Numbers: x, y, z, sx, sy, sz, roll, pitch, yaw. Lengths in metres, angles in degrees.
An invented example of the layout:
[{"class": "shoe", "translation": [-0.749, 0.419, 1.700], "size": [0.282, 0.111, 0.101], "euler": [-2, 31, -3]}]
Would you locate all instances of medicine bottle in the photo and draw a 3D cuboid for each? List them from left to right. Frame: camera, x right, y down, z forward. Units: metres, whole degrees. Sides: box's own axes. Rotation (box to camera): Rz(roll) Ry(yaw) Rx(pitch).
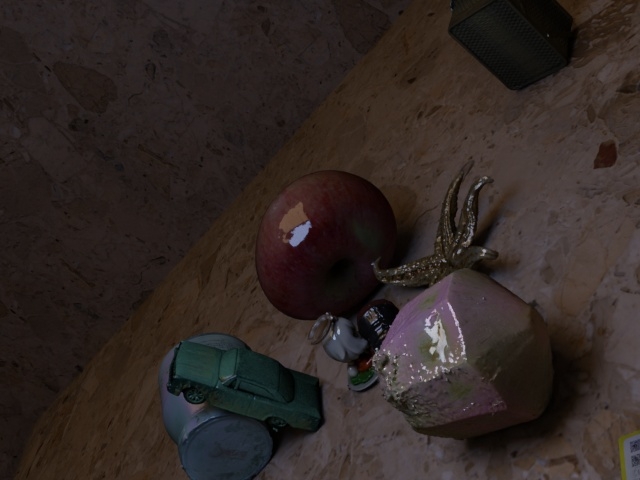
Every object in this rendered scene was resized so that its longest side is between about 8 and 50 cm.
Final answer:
[{"class": "medicine bottle", "translation": [-0.230, 0.380, 1.678], "size": [0.245, 0.245, 0.290], "euler": [-49, 29, 9]}]

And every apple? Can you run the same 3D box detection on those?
[{"class": "apple", "translation": [0.000, 0.000, 1.677], "size": [0.344, 0.345, 0.269], "euler": [-48, 43, 12]}]

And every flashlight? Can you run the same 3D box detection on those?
[{"class": "flashlight", "translation": [0.134, 0.206, 1.354], "size": [0.093, 0.093, 0.232], "euler": [-46, 34, 17]}]

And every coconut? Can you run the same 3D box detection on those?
[{"class": "coconut", "translation": [0.215, 0.167, 1.078], "size": [0.245, 0.233, 0.233], "euler": [-40, 24, 42]}]

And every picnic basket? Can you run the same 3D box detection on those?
[{"class": "picnic basket", "translation": [0.421, -0.473, 1.651], "size": [0.165, 0.267, 0.139], "euler": [-22, 43, 48]}]

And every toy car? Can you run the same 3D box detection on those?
[{"class": "toy car", "translation": [-0.148, 0.289, 1.538], "size": [0.141, 0.321, 0.097], "euler": [-93, 25, -60]}]

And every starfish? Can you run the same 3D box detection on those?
[{"class": "starfish", "translation": [0.232, 0.034, 1.454], "size": [0.327, 0.094, 0.374], "euler": [-32, 37, 43]}]

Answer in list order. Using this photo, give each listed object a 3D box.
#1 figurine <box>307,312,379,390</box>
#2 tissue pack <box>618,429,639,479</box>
[{"class": "figurine", "translation": [0.047, 0.209, 1.478], "size": [0.132, 0.154, 0.132], "euler": [-44, 22, 23]}, {"class": "tissue pack", "translation": [0.377, 0.281, 0.786], "size": [0.095, 0.062, 0.176], "euler": [-38, 26, 39]}]
